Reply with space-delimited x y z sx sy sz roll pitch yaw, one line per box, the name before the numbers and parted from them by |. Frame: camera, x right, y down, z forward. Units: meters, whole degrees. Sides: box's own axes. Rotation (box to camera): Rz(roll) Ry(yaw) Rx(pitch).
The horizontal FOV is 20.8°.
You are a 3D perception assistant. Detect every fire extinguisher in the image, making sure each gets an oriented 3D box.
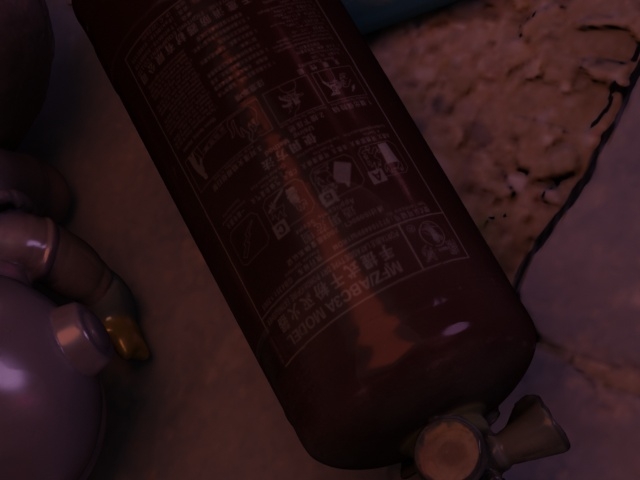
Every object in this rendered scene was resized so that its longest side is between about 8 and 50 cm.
fire extinguisher | 0.000 0.000 0.631 0.105 0.105 0.269 -33 69 9

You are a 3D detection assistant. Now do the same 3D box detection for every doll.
doll | -0.158 -0.011 0.696 0.151 0.151 0.287 -26 64 13

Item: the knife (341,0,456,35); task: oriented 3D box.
knife | 0.010 -0.114 0.723 0.222 0.031 0.064 -15 64 18
